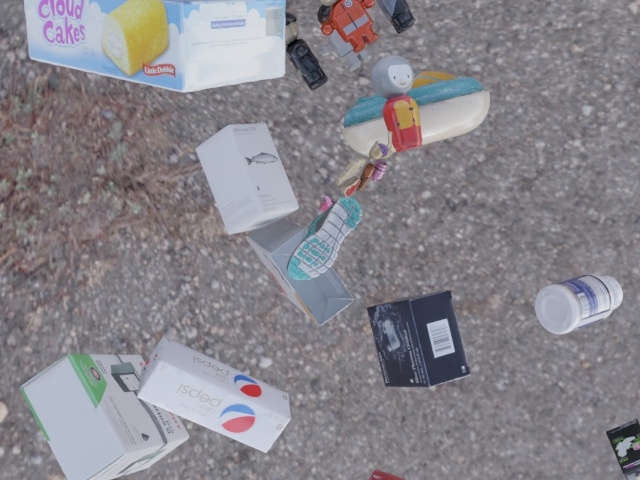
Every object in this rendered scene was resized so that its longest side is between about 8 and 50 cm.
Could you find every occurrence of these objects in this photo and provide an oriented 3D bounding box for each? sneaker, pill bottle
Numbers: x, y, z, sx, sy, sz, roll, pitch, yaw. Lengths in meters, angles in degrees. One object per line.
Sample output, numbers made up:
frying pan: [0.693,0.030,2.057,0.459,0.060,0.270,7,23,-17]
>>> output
sneaker: [0.000,0.000,1.342,0.065,0.076,0.166,46,72,-15]
pill bottle: [0.496,0.115,1.548,0.169,0.094,0.094,-11,113,-36]
sneaker: [0.039,-0.053,1.792,0.057,0.119,0.047,8,131,-26]

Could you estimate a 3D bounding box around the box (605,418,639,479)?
box: [0.463,0.317,1.189,0.052,0.083,0.062,-29,120,18]

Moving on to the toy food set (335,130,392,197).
toy food set: [0.071,-0.103,1.200,0.122,0.019,0.078,-44,154,-21]

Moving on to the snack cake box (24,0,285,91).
snack cake box: [-0.184,-0.232,0.897,0.152,0.264,0.089,-23,122,-48]

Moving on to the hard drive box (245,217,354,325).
hard drive box: [-0.047,0.054,1.658,0.089,0.232,0.181,-36,106,-8]

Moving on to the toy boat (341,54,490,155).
toy boat: [0.151,-0.232,1.389,0.268,0.318,0.148,-13,95,14]

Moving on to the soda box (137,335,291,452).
soda box: [-0.153,0.226,1.190,0.216,0.069,0.074,28,109,-19]

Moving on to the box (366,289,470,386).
box: [0.173,0.179,1.468,0.093,0.158,0.155,-11,86,-26]

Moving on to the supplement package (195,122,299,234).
supplement package: [-0.137,-0.117,1.524,0.105,0.105,0.179,-14,80,-50]

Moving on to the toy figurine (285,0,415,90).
toy figurine: [0.037,-0.388,1.444,0.209,0.213,0.148,-35,93,-42]

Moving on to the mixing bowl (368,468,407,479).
mixing bowl: [0.140,0.483,1.380,0.098,0.181,0.181,-2,114,19]

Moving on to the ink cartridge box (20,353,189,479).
ink cartridge box: [-0.395,0.328,1.533,0.122,0.289,0.211,-36,76,6]
